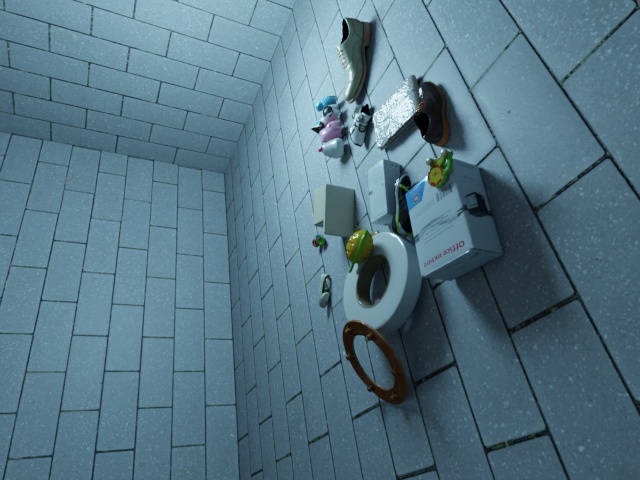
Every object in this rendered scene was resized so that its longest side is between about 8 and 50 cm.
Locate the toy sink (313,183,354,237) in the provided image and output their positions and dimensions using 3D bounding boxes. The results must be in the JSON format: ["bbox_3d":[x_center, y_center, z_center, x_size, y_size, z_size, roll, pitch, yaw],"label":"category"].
[{"bbox_3d":[0.058,-0.123,2.045,0.131,0.153,0.234,-21,65,61],"label":"toy sink"}]

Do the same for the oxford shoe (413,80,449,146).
[{"bbox_3d":[0.375,-0.457,1.549,0.097,0.098,0.271,-46,44,51],"label":"oxford shoe"}]

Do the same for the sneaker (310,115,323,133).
[{"bbox_3d":[0.006,-0.637,2.416,0.162,0.063,0.073,-17,50,57],"label":"sneaker"}]

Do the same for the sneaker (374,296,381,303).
[{"bbox_3d":[0.251,0.247,1.674,0.070,0.051,0.134,-49,29,22],"label":"sneaker"}]

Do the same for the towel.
[{"bbox_3d":[0.300,-0.504,1.773,0.282,0.049,0.187,-42,48,53],"label":"towel"}]

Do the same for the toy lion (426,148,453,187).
[{"bbox_3d":[0.354,-0.209,1.318,0.100,0.034,0.096,-29,63,57],"label":"toy lion"}]

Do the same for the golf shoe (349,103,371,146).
[{"bbox_3d":[0.181,-0.521,1.988,0.094,0.077,0.198,-18,68,61],"label":"golf shoe"}]

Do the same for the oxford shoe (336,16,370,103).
[{"bbox_3d":[0.132,-0.848,2.094,0.140,0.147,0.396,-4,80,63],"label":"oxford shoe"}]

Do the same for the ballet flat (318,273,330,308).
[{"bbox_3d":[0.021,0.241,2.132,0.052,0.057,0.168,-17,68,51],"label":"ballet flat"}]

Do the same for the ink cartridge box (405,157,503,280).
[{"bbox_3d":[0.398,-0.058,1.358,0.223,0.129,0.307,-42,45,51],"label":"ink cartridge box"}]

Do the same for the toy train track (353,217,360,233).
[{"bbox_3d":[0.156,-0.064,1.984,0.048,0.014,0.083,-52,39,46],"label":"toy train track"}]

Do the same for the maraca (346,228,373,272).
[{"bbox_3d":[0.143,0.041,1.690,0.127,0.099,0.185,-56,-13,-58],"label":"maraca"}]

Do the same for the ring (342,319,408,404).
[{"bbox_3d":[0.182,0.441,1.592,0.337,0.032,0.336,38,142,37],"label":"ring"}]

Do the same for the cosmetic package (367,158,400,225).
[{"bbox_3d":[0.254,-0.186,1.741,0.117,0.086,0.231,-34,52,57],"label":"cosmetic package"}]

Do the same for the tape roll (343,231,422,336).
[{"bbox_3d":[0.220,0.161,1.651,0.392,0.072,0.392,-42,38,43],"label":"tape roll"}]

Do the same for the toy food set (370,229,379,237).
[{"bbox_3d":[0.222,0.001,1.824,0.082,0.020,0.083,-60,33,38],"label":"toy food set"}]

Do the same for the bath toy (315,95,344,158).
[{"bbox_3d":[0.043,-0.555,2.223,0.151,0.129,0.348,73,-170,-63],"label":"bath toy"}]

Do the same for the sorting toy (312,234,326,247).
[{"bbox_3d":[0.000,0.000,2.266,0.102,0.042,0.061,-16,84,49],"label":"sorting toy"}]

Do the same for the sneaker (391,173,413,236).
[{"bbox_3d":[0.325,-0.127,1.616,0.097,0.084,0.234,1,84,40],"label":"sneaker"}]
